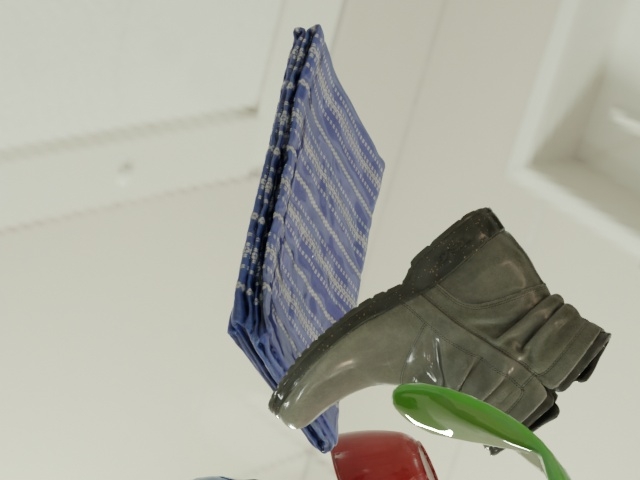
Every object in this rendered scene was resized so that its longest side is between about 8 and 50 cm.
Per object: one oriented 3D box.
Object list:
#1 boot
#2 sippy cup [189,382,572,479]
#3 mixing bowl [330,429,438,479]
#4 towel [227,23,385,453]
[{"bbox_3d":[0.090,0.105,1.404,0.161,0.246,0.083,51,-169,10],"label":"boot"},{"bbox_3d":[-0.001,0.232,0.954,0.224,0.240,0.305,17,-147,34],"label":"sippy cup"},{"bbox_3d":[0.090,0.301,2.215,0.098,0.181,0.181,-22,-153,8],"label":"mixing bowl"},{"bbox_3d":[0.000,0.000,1.689,0.040,0.243,0.336,-1,-123,21],"label":"towel"}]
